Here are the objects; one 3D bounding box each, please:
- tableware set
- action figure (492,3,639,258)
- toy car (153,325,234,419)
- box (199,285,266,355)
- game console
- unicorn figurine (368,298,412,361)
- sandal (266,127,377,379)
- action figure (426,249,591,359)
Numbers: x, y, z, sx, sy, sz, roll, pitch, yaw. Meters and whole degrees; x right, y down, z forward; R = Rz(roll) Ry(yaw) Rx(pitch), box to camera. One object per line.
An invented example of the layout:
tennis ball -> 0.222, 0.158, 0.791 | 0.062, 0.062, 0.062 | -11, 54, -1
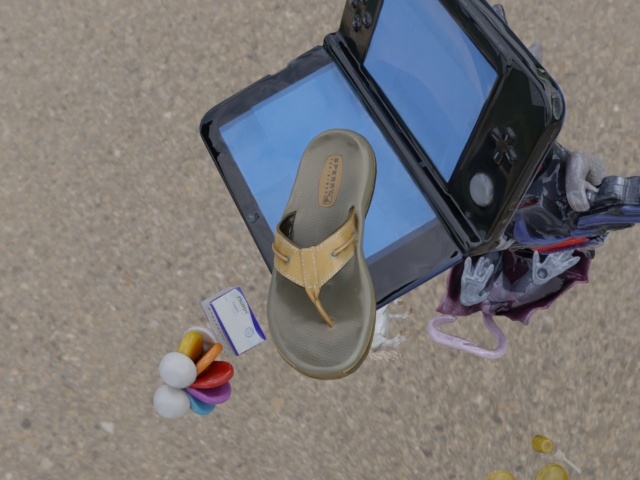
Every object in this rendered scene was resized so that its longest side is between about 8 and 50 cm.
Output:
tableware set -> 0.237, 0.304, 1.067 | 0.104, 0.024, 0.154 | 41, 77, -13
action figure -> 0.282, -0.105, 1.043 | 0.341, 0.330, 0.178 | -6, 47, 42
toy car -> -0.237, 0.269, 1.748 | 0.136, 0.182, 0.159 | 20, 30, 9
box -> -0.184, 0.167, 1.845 | 0.072, 0.137, 0.126 | -28, 94, -18
game console -> 0.030, -0.110, 0.776 | 0.173, 0.250, 0.293 | -14, 55, -25
unicorn figurine -> 0.115, 0.151, 1.608 | 0.111, 0.060, 0.162 | -23, 27, 36
sandal -> 0.000, 0.000, 0.571 | 0.072, 0.049, 0.180 | -1, 65, 17
action figure -> 0.312, 0.070, 1.496 | 0.248, 0.370, 0.275 | 23, 88, 1
